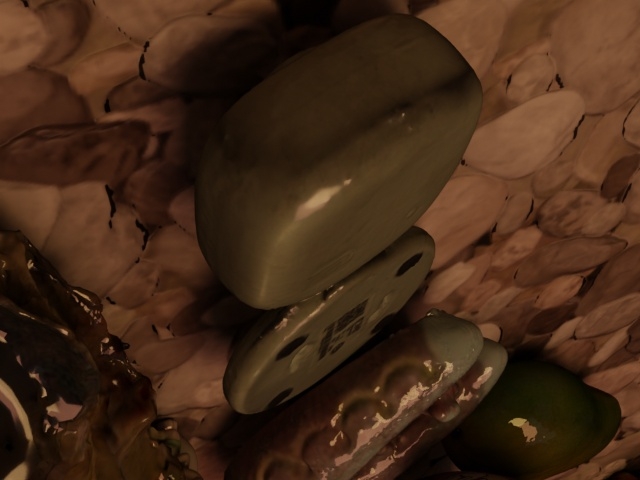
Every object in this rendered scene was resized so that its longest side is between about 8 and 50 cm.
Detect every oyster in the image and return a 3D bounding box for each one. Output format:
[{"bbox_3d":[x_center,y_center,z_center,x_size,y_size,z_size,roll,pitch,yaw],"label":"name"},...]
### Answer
[{"bbox_3d":[-0.166,0.092,0.553,0.221,0.096,0.361,-22,129,-28],"label":"oyster"}]

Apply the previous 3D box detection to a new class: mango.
[{"bbox_3d":[0.171,0.156,0.943,0.122,0.085,0.191,-43,141,15],"label":"mango"}]

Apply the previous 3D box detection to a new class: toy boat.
[{"bbox_3d":[0.035,0.145,0.807,0.227,0.085,0.155,-37,159,8],"label":"toy boat"}]

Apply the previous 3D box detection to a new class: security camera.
[{"bbox_3d":[0.000,0.000,0.638,0.157,0.080,0.301,-35,159,-21],"label":"security camera"}]

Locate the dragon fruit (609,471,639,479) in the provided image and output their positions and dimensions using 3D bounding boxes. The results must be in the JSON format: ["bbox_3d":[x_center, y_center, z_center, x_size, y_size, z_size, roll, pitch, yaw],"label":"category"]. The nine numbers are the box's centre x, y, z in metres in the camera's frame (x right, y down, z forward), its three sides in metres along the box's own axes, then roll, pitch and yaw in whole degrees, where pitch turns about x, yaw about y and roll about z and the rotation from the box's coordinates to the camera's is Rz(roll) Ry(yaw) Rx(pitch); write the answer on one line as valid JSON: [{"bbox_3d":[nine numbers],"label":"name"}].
[{"bbox_3d":[0.357,0.314,1.266,0.142,0.138,0.175,-23,173,30],"label":"dragon fruit"}]

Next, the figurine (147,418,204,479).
[{"bbox_3d":[-0.100,0.190,0.733,0.081,0.146,0.098,-20,143,-13],"label":"figurine"}]

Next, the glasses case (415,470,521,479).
[{"bbox_3d":[0.123,0.231,0.909,0.123,0.076,0.316,19,162,-2],"label":"glasses case"}]
